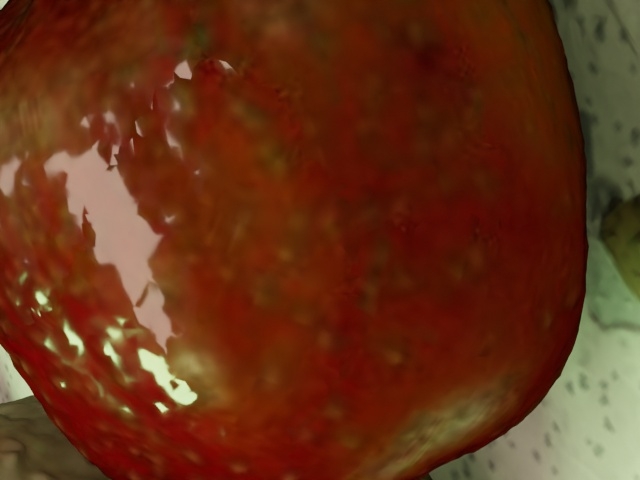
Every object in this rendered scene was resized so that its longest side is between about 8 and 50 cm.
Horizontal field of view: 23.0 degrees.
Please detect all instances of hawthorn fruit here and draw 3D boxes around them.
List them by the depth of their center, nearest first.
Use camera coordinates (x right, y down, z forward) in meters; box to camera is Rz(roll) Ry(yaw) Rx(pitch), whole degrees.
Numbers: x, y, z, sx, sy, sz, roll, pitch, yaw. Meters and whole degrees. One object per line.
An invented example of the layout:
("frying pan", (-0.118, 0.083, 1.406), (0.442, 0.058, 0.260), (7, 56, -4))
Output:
("hawthorn fruit", (0.000, 0.000, 0.621), (0.254, 0.254, 0.300), (-7, 121, 55))

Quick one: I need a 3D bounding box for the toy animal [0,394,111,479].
("toy animal", (-0.056, 0.171, 0.752), (0.226, 0.358, 0.188), (11, 70, 32))
